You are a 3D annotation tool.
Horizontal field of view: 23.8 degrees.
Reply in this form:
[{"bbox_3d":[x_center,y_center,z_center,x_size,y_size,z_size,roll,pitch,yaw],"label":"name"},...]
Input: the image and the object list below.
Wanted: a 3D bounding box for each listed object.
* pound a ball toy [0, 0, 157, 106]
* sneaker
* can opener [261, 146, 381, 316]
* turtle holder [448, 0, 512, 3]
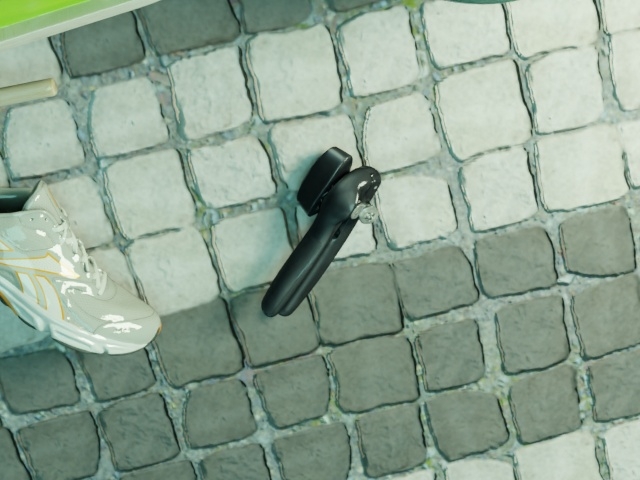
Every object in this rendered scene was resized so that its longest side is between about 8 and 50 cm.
[{"bbox_3d":[-0.291,-0.224,1.343,0.319,0.136,0.208,-17,138,3],"label":"pound a ball toy"},{"bbox_3d":[-0.260,0.014,1.446,0.262,0.099,0.121,27,104,-15],"label":"sneaker"},{"bbox_3d":[0.000,0.000,1.484,0.059,0.073,0.186,2,123,-47],"label":"can opener"},{"bbox_3d":[0.106,-0.327,1.255,0.320,0.227,0.243,34,107,-16],"label":"turtle holder"}]
